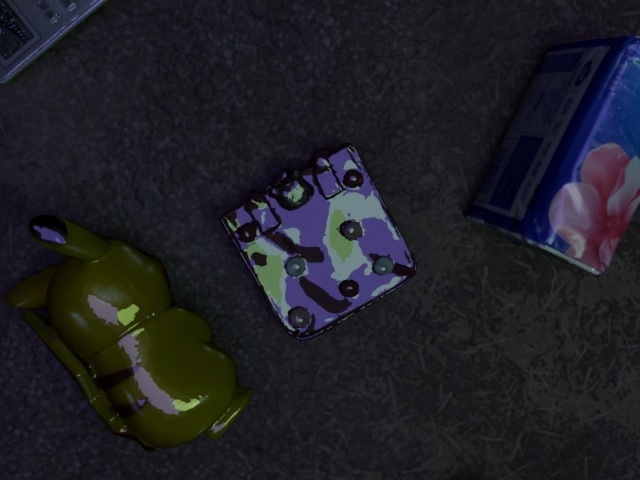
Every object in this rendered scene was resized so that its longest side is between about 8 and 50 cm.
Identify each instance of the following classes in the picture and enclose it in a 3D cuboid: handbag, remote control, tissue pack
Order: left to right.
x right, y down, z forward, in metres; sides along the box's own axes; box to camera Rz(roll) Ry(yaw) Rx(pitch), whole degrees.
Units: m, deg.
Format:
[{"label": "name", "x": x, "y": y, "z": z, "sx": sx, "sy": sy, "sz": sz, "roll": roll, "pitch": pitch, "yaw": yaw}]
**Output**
[{"label": "remote control", "x": -0.300, "y": -0.327, "z": 0.906, "sx": 0.313, "sy": 0.055, "sz": 0.109, "roll": -37, "pitch": 94, "yaw": 3}, {"label": "handbag", "x": 0.001, "y": 0.001, "z": 0.974, "sx": 0.203, "sy": 0.074, "sz": 0.216, "roll": -30, "pitch": 100, "yaw": -3}, {"label": "tissue pack", "x": 0.325, "y": -0.109, "z": 0.937, "sx": 0.137, "sy": 0.209, "sz": 0.269, "roll": 24, "pitch": 93, "yaw": -19}]

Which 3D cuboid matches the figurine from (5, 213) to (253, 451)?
[{"label": "figurine", "x": -0.244, "y": 0.118, "z": 0.919, "sx": 0.169, "sy": 0.218, "sz": 0.326, "roll": -35, "pitch": 95, "yaw": -43}]
